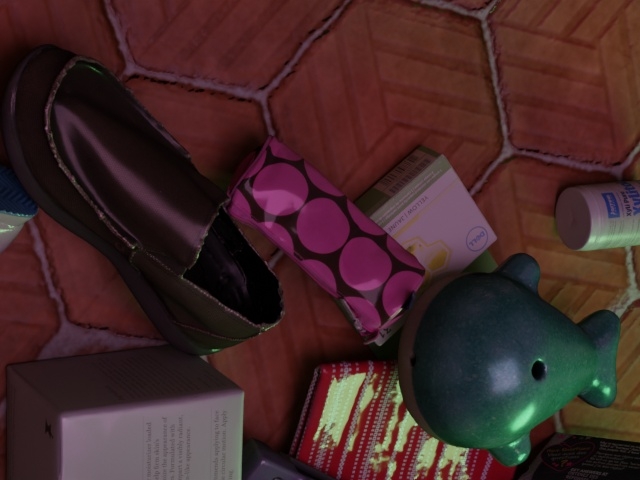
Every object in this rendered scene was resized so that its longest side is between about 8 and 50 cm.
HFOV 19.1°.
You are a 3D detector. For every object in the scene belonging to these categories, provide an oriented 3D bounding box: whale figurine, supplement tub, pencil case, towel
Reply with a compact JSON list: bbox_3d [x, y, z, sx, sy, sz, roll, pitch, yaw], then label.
[{"bbox_3d":[0.211,0.121,1.892,0.272,0.141,0.216,4,90,-34],"label":"whale figurine"},{"bbox_3d":[0.310,-0.027,2.004,0.107,0.071,0.071,-6,109,-28],"label":"supplement tub"},{"bbox_3d":[0.000,0.000,1.791,0.209,0.095,0.098,40,67,-2],"label":"pencil case"},{"bbox_3d":[0.095,0.212,1.968,0.275,0.031,0.199,3,117,-29],"label":"towel"}]

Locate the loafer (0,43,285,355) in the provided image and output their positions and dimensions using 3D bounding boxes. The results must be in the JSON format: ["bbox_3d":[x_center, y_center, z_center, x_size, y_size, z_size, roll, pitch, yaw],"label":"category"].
[{"bbox_3d":[-0.142,-0.040,1.705,0.366,0.130,0.134,51,51,-36],"label":"loafer"}]

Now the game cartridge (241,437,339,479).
[{"bbox_3d":[0.006,0.367,1.951,0.355,0.068,0.230,30,98,-30],"label":"game cartridge"}]

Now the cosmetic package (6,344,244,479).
[{"bbox_3d":[-0.184,0.196,1.765,0.184,0.151,0.151,-5,107,-27],"label":"cosmetic package"}]

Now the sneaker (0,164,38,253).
[{"bbox_3d":[-0.358,-0.029,1.626,0.229,0.087,0.092,17,125,-37],"label":"sneaker"}]

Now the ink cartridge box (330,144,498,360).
[{"bbox_3d":[0.107,0.044,1.930,0.171,0.056,0.235,-41,119,-10],"label":"ink cartridge box"}]

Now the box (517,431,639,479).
[{"bbox_3d":[0.317,0.350,2.060,0.142,0.163,0.247,-42,124,-41],"label":"box"}]
